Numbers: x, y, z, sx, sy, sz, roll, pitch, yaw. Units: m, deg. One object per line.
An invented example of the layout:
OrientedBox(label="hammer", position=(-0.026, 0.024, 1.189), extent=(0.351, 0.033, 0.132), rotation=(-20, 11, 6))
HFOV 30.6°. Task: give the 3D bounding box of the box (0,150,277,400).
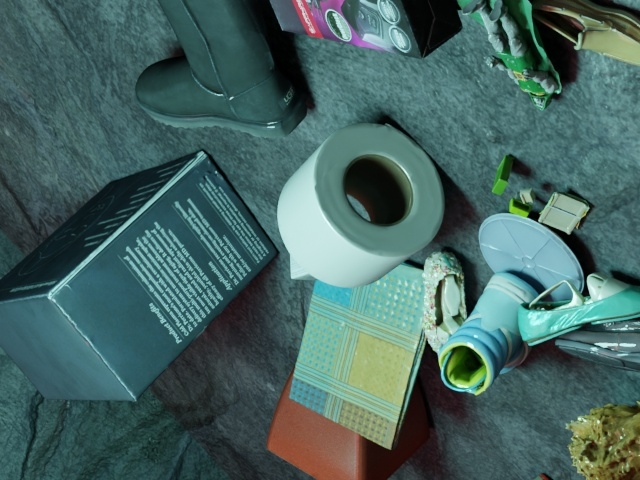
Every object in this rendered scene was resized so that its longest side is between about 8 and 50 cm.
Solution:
OrientedBox(label="box", position=(-0.435, 0.088, 2.557), extent=(0.480, 0.472, 0.297), rotation=(-10, 120, 55))

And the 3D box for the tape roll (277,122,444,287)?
OrientedBox(label="tape roll", position=(0.067, -0.058, 2.003), extent=(0.246, 0.246, 0.169), rotation=(46, 149, -1))

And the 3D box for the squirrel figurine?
OrientedBox(label="squirrel figurine", position=(0.602, 0.432, 1.998), extent=(0.397, 0.281, 0.370), rotation=(60, 160, 2))

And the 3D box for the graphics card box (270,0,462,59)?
OrientedBox(label="graphics card box", position=(0.029, -0.405, 1.711), extent=(0.371, 0.094, 0.233), rotation=(24, 145, 50))

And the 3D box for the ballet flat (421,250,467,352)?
OrientedBox(label="ballet flat", position=(0.232, 0.131, 2.151), extent=(0.077, 0.091, 0.241), rotation=(-122, 17, -57))

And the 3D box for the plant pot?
OrientedBox(label="plant pot", position=(0.063, 0.346, 2.500), extent=(0.267, 0.267, 0.236), rotation=(25, 131, 30))

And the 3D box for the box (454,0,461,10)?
OrientedBox(label="box", position=(0.189, -0.431, 1.588), extent=(0.183, 0.059, 0.233), rotation=(2, 129, 48))

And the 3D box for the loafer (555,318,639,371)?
OrientedBox(label="loafer", position=(0.519, 0.162, 1.901), extent=(0.109, 0.095, 0.302), rotation=(28, 167, -35))

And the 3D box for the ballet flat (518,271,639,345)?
OrientedBox(label="ballet flat", position=(0.425, 0.099, 1.876), extent=(0.247, 0.083, 0.087), rotation=(-19, 93, 30))

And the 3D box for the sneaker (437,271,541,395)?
OrientedBox(label="sneaker", position=(0.282, 0.203, 2.072), extent=(0.127, 0.208, 0.319), rotation=(31, 158, 20))

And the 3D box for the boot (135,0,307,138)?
OrientedBox(label="boot", position=(-0.244, -0.382, 2.008), extent=(0.367, 0.146, 0.445), rotation=(10, 150, 28))

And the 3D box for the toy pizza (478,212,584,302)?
OrientedBox(label="toy pizza", position=(0.356, 0.027, 1.963), extent=(0.201, 0.032, 0.201), rotation=(31, 150, 20))

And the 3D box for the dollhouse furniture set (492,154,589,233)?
OrientedBox(label="dollhouse furniture set", position=(0.351, -0.075, 1.859), extent=(0.151, 0.058, 0.076), rotation=(22, 139, 1))

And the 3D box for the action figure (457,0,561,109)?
OrientedBox(label="action figure", position=(0.278, -0.259, 1.639), extent=(0.137, 0.063, 0.232), rotation=(29, 170, 44))

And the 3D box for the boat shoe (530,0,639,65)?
OrientedBox(label="boat shoe", position=(0.363, -0.274, 1.555), extent=(0.190, 0.072, 0.068), rotation=(31, 147, 22))

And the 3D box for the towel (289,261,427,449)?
OrientedBox(label="towel", position=(0.083, 0.194, 2.298), extent=(0.271, 0.040, 0.370), rotation=(23, 109, 31))

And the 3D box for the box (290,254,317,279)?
OrientedBox(label="box", position=(0.000, 0.000, 2.254), extent=(0.126, 0.072, 0.137), rotation=(-19, 70, 57))

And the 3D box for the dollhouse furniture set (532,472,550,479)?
OrientedBox(label="dollhouse furniture set", position=(0.574, 0.646, 2.378), extent=(0.374, 0.152, 0.201), rotation=(46, 155, 34))
